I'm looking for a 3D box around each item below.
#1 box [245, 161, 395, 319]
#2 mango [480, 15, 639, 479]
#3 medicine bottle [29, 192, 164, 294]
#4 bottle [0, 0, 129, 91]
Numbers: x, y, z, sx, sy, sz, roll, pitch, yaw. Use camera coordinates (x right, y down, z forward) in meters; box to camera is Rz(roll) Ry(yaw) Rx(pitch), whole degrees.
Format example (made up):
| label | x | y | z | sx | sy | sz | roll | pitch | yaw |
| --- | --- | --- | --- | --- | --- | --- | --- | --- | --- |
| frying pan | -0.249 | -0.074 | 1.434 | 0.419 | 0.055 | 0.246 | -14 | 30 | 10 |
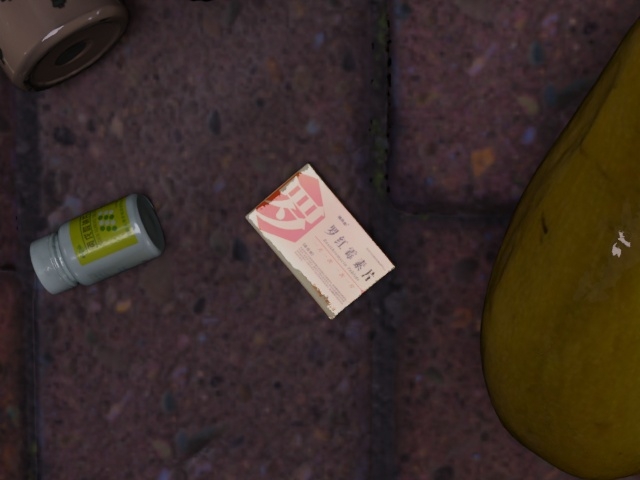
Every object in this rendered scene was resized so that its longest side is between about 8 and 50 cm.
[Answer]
| label | x | y | z | sx | sy | sz | roll | pitch | yaw |
| --- | --- | --- | --- | --- | --- | --- | --- | --- | --- |
| box | 0.000 | 0.000 | 0.996 | 0.058 | 0.015 | 0.093 | -39 | 92 | 12 |
| mango | 0.209 | 0.003 | 0.878 | 0.195 | 0.142 | 0.332 | 7 | 121 | -32 |
| medicine bottle | -0.151 | 0.003 | 0.998 | 0.083 | 0.047 | 0.047 | -22 | 94 | 8 |
| bottle | -0.201 | -0.180 | 0.963 | 0.099 | 0.099 | 0.152 | -38 | 83 | 10 |
